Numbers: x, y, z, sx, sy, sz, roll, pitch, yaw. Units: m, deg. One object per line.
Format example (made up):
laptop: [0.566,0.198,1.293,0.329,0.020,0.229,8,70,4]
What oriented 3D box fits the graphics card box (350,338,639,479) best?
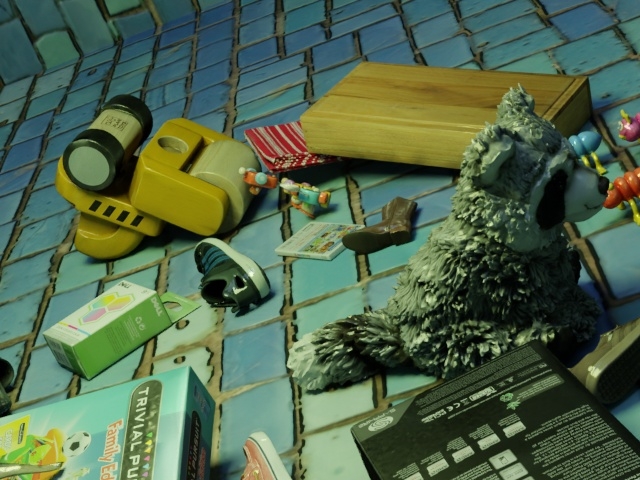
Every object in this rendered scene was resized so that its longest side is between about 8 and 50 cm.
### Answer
graphics card box: [0.189,0.243,1.414,0.232,0.094,0.371,-26,24,-6]

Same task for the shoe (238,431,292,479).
shoe: [-0.075,0.275,1.621,0.081,0.063,0.178,-21,27,-10]

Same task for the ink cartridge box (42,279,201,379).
ink cartridge box: [-0.293,0.115,2.170,0.209,0.062,0.109,-34,25,-25]

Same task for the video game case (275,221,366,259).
video game case: [0.000,0.000,2.220,0.122,0.011,0.087,4,34,47]

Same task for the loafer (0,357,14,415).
loafer: [-0.488,0.200,2.157,0.078,0.076,0.223,-19,27,-6]

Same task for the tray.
tray: [0.194,-0.198,2.302,0.411,0.076,0.203,9,37,32]

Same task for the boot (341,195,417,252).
boot: [0.088,-0.027,2.164,0.106,0.037,0.114,-4,30,9]

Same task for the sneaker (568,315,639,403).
sneaker: [0.343,0.106,1.606,0.188,0.066,0.071,-32,24,-23]

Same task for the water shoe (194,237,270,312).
water shoe: [-0.153,0.051,2.171,0.080,0.073,0.203,-35,25,-21]

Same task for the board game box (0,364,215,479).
board game box: [-0.293,0.297,1.673,0.336,0.079,0.254,-17,40,14]

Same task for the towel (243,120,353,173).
towel: [0.024,-0.179,2.472,0.274,0.031,0.199,-12,24,-12]

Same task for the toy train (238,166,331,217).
toy train: [-0.057,-0.074,2.339,0.125,0.046,0.166,12,7,-29]

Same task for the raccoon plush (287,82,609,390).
raccoon plush: [0.124,0.016,1.704,0.446,0.299,0.216,-19,24,10]

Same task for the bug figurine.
bug figurine: [0.425,-0.118,2.013,0.216,0.072,0.279,-25,23,-6]

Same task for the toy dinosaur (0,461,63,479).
toy dinosaur: [-0.429,0.292,1.651,0.268,0.064,0.118,-7,37,21]

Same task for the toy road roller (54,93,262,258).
toy road roller: [-0.284,-0.075,2.471,0.329,0.241,0.202,20,32,3]
